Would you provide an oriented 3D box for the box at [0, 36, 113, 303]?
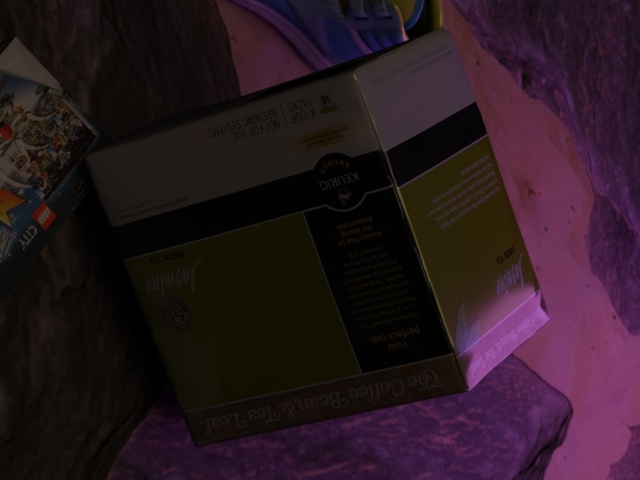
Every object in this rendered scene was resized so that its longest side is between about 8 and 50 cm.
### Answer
[{"bbox_3d":[-0.318,-0.062,1.840,0.159,0.044,0.233,49,56,-23],"label":"box"}]

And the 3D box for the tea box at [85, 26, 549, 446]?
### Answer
[{"bbox_3d":[0.000,0.000,1.878,0.220,0.329,0.323,-30,104,-57],"label":"tea box"}]

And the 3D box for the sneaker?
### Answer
[{"bbox_3d":[0.008,-0.300,2.039,0.319,0.208,0.127,37,63,-29],"label":"sneaker"}]
